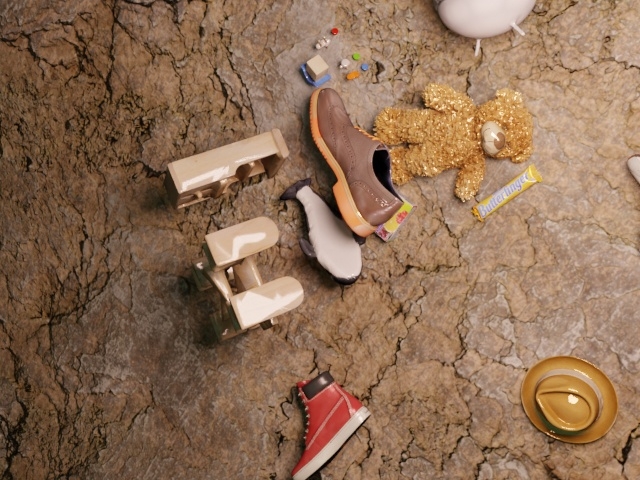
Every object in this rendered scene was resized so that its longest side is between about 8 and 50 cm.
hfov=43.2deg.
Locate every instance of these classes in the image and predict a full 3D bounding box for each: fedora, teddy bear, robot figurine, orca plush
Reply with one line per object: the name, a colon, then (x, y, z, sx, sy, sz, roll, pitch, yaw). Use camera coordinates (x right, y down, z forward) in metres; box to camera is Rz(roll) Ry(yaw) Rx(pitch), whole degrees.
fedora: (0.496, 0.327, 1.631, 0.194, 0.079, 0.194, 2, 95, 25)
teddy bear: (0.265, -0.208, 1.676, 0.338, 0.113, 0.245, 14, 102, 23)
robot figurine: (0.307, -0.550, 1.578, 0.300, 0.199, 0.354, -15, 89, 66)
orca plush: (0.000, 0.000, 1.819, 0.287, 0.151, 0.102, 46, 149, 23)

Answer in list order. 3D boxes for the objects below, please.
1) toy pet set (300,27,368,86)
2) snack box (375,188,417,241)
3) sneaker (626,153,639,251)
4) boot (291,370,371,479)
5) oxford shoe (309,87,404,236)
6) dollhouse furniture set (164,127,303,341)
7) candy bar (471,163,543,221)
toy pet set: (0.024, -0.389, 1.810, 0.114, 0.065, 0.122, -35, 81, -13)
snack box: (0.128, -0.078, 1.787, 0.141, 0.037, 0.100, 41, 107, 17)
sneaker: (0.640, -0.038, 1.531, 0.121, 0.099, 0.262, -35, 79, 27)
boot: (-0.022, 0.427, 1.872, 0.176, 0.088, 0.244, 42, 101, 16)
oxford shoe: (0.082, -0.191, 1.724, 0.132, 0.130, 0.364, -32, 65, 27)
dollhouse furniture set: (-0.151, -0.006, 1.779, 0.256, 0.362, 0.394, -21, 84, -17)
candy bar: (0.386, -0.097, 1.681, 0.161, 0.018, 0.040, -37, 79, 21)
